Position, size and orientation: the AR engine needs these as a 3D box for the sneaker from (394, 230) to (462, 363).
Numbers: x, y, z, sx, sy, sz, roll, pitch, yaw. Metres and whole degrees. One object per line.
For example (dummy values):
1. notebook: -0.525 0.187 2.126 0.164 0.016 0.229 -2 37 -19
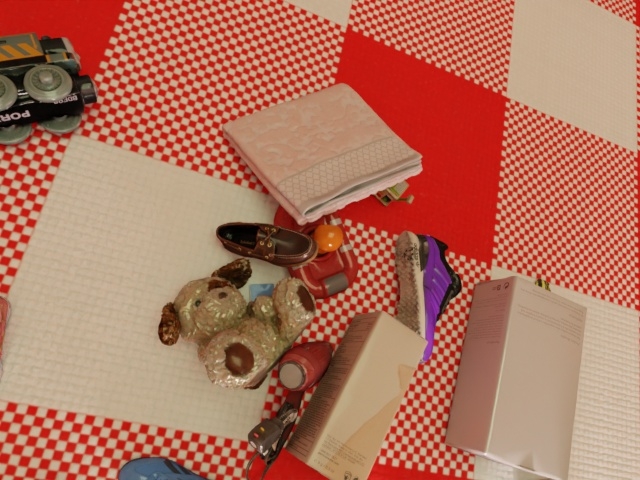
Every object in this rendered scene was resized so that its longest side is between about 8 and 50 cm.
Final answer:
1. sneaker: 0.253 0.125 1.056 0.145 0.102 0.294 6 75 -19

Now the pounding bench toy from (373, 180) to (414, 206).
1. pounding bench toy: 0.171 -0.110 1.104 0.083 0.065 0.052 43 66 -5

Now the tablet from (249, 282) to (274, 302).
1. tablet: -0.119 0.130 0.974 0.054 0.006 0.084 -1 78 -20

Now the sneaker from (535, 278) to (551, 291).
1. sneaker: 0.575 0.139 1.205 0.035 0.031 0.084 9 74 -18

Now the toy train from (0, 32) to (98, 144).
1. toy train: -0.588 -0.277 0.843 0.333 0.142 0.190 -21 75 -23

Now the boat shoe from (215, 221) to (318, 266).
1. boat shoe: -0.108 0.004 0.911 0.206 0.073 0.073 3 66 23

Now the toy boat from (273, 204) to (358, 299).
1. toy boat: 0.000 0.000 0.969 0.150 0.151 0.231 -20 84 -23

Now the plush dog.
1. plush dog: -0.170 0.157 0.880 0.225 0.211 0.262 40 44 11

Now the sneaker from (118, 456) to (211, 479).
1. sneaker: -0.246 0.434 0.815 0.209 0.082 0.069 26 72 -10

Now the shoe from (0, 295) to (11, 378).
1. shoe: -0.555 0.175 0.767 0.063 0.081 0.178 8 74 -17

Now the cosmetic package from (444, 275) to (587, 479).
1. cosmetic package: 0.439 0.300 1.054 0.217 0.156 0.386 25 71 -12

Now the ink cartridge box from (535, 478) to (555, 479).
1. ink cartridge box: 0.532 0.622 0.937 0.117 0.283 0.208 1 76 -16

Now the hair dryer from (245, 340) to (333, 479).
1. hair dryer: -0.060 0.290 0.886 0.080 0.224 0.293 30 51 14

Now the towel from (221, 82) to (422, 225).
1. towel: 0.006 -0.205 1.010 0.331 0.054 0.317 -26 59 -25

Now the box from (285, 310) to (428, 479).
1. box: 0.072 0.303 0.926 0.121 0.148 0.311 35 69 -9
